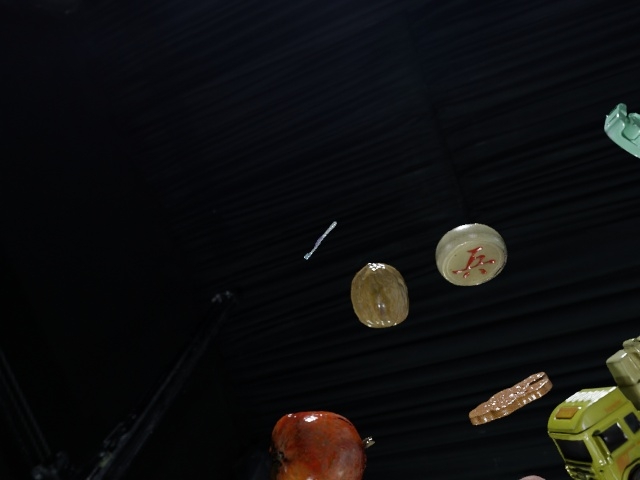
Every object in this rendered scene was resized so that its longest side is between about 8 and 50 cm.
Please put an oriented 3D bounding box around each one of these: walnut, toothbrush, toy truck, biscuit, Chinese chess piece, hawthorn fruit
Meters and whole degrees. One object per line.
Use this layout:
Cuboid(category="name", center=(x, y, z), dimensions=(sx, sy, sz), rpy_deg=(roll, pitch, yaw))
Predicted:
Cuboid(category="walnut", center=(0.186, 0.174, 1.790), dimensions=(0.213, 0.213, 0.213), rpy_deg=(-17, -90, -73))
Cuboid(category="toothbrush", center=(0.000, 0.000, 1.489), dimensions=(0.013, 0.131, 0.011), rpy_deg=(23, -158, -50))
Cuboid(category="toy truck", center=(0.634, 0.316, 1.056), dimensions=(0.254, 0.405, 0.180), rpy_deg=(58, 169, 16))
Cuboid(category="biscuit", center=(0.716, 0.604, 2.105), dimensions=(0.047, 0.334, 0.202), rpy_deg=(60, -171, 6))
Cuboid(category="Chinese chess piece", center=(0.539, 0.053, 2.008), dimensions=(0.103, 0.250, 0.250), rpy_deg=(-94, -21, -47))
Cuboid(category="hawthorn fruit", center=(0.015, 0.591, 1.529), dimensions=(0.276, 0.307, 0.276), rpy_deg=(177, 90, -69))

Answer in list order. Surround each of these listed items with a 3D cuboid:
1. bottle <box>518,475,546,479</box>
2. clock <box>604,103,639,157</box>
Cuboid(category="bottle", center=(0.675, 0.949, 1.950), dimensions=(0.297, 0.206, 0.173), rpy_deg=(0, -125, -36))
Cuboid(category="clock", center=(0.902, -0.290, 1.567), dimensions=(0.211, 0.066, 0.159), rpy_deg=(35, -138, 3))
